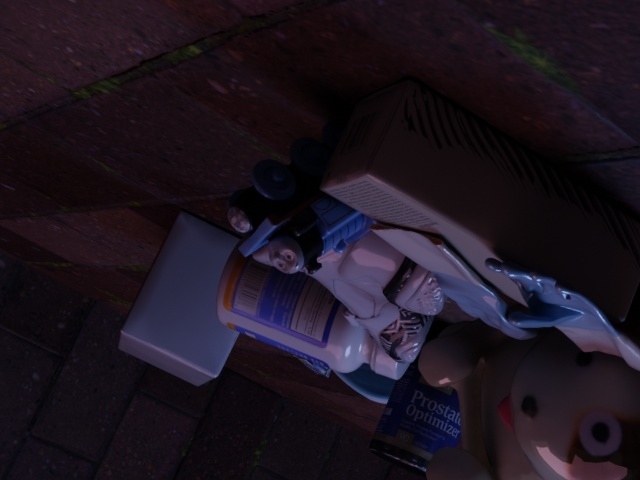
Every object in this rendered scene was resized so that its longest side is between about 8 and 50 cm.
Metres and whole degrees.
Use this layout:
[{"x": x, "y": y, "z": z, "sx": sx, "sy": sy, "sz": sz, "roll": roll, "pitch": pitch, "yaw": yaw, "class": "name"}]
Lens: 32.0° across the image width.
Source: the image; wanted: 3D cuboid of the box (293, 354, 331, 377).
[{"x": 0.012, "y": 0.135, "z": 1.733, "sx": 0.027, "sy": 0.137, "sz": 0.094, "roll": 16, "pitch": 164, "yaw": 28, "class": "box"}]

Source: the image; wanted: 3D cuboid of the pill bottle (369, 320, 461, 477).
[{"x": 0.168, "y": 0.240, "z": 1.685, "sx": 0.123, "sy": 0.219, "sz": 0.123, "roll": 23, "pitch": 167, "yaw": 6, "class": "pill bottle"}]

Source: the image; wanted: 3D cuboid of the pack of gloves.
[{"x": 0.169, "y": 0.068, "z": 0.997, "sx": 0.195, "sy": 0.046, "sz": 0.232, "roll": 13, "pitch": 163, "yaw": 42, "class": "pack of gloves"}]

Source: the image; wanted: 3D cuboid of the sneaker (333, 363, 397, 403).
[{"x": 0.156, "y": 0.257, "z": 1.981, "sx": 0.319, "sy": 0.127, "sz": 0.208, "roll": 23, "pitch": 165, "yaw": 9, "class": "sneaker"}]

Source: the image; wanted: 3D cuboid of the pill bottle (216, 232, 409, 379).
[{"x": 0.004, "y": 0.094, "z": 1.562, "sx": 0.272, "sy": 0.152, "sz": 0.152, "roll": 20, "pitch": 166, "yaw": 16, "class": "pill bottle"}]

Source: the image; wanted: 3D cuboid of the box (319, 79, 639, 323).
[{"x": 0.147, "y": -0.026, "z": 0.974, "sx": 0.275, "sy": 0.094, "sz": 0.113, "roll": 29, "pitch": 167, "yaw": -19, "class": "box"}]

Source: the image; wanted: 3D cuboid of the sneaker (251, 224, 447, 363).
[{"x": 0.045, "y": 0.020, "z": 1.260, "sx": 0.210, "sy": 0.137, "sz": 0.366, "roll": 25, "pitch": 162, "yaw": 6, "class": "sneaker"}]

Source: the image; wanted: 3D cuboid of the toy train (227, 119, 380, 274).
[{"x": -0.002, "y": -0.037, "z": 1.017, "sx": 0.105, "sy": 0.184, "sz": 0.080, "roll": 50, "pitch": 139, "yaw": 6, "class": "toy train"}]

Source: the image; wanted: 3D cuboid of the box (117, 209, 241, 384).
[{"x": -0.217, "y": 0.108, "z": 1.858, "sx": 0.168, "sy": 0.215, "sz": 0.345, "roll": 26, "pitch": 166, "yaw": -6, "class": "box"}]

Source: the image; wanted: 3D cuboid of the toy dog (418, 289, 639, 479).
[{"x": 0.297, "y": 0.210, "z": 1.243, "sx": 0.395, "sy": 0.284, "sz": 0.408, "roll": 9, "pitch": 165, "yaw": 3, "class": "toy dog"}]
